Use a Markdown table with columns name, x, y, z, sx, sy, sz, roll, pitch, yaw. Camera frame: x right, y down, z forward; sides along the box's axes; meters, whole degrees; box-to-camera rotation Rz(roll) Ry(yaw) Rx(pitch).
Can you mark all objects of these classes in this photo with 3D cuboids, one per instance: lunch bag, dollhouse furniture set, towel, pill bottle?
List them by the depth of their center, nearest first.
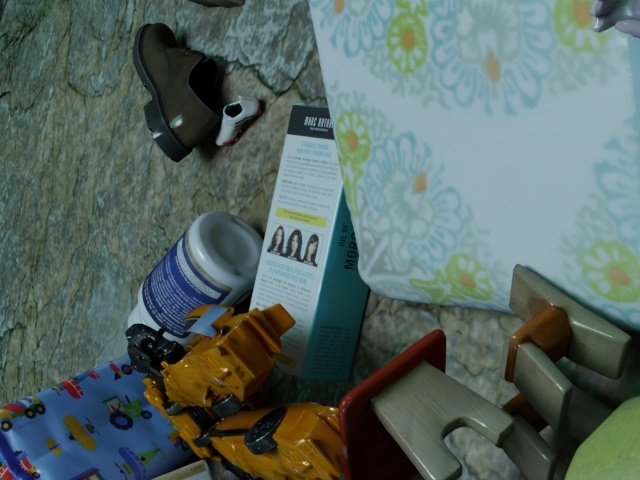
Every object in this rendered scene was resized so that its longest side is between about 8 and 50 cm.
| name | x | y | z | sx | sy | sz | roll | pitch | yaw |
| --- | --- | --- | --- | --- | --- | --- | --- | --- | --- |
| dollhouse furniture set | 0.052 | 0.162 | 0.608 | 0.135 | 0.262 | 0.259 | 40 | 149 | 36 |
| towel | 0.124 | -0.127 | 0.627 | 0.320 | 0.090 | 0.375 | 5 | 109 | 54 |
| pill bottle | -0.137 | 0.053 | 0.971 | 0.169 | 0.094 | 0.094 | -45 | 51 | 34 |
| lunch bag | -0.283 | 0.283 | 0.989 | 0.138 | 0.221 | 0.293 | 46 | 124 | 17 |

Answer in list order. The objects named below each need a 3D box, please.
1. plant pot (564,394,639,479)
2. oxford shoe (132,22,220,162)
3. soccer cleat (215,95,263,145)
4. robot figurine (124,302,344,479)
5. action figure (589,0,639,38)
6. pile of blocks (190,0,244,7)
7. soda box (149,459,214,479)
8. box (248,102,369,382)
| name | x | y | z | sx | sy | sz | roll | pitch | yaw |
| --- | --- | --- | --- | --- | --- | --- | --- | --- | --- |
| plant pot | 0.251 | 0.141 | 0.384 | 0.254 | 0.276 | 0.276 | -29 | 60 | 56 |
| oxford shoe | -0.163 | -0.195 | 1.089 | 0.096 | 0.083 | 0.227 | -33 | 51 | 12 |
| soccer cleat | -0.099 | -0.135 | 1.014 | 0.083 | 0.035 | 0.029 | -35 | 56 | 40 |
| robot figurine | -0.074 | 0.141 | 0.811 | 0.211 | 0.085 | 0.291 | 51 | 155 | -8 |
| action figure | 0.294 | -0.169 | 0.371 | 0.275 | 0.370 | 0.248 | -37 | 54 | -15 |
| pile of blocks | -0.184 | -0.429 | 1.124 | 0.149 | 0.112 | 0.362 | -51 | 47 | 30 |
| soda box | -0.170 | 0.301 | 0.930 | 0.069 | 0.074 | 0.216 | 61 | 141 | 18 |
| box | 0.000 | 0.000 | 0.846 | 0.100 | 0.060 | 0.244 | 15 | 94 | 50 |
